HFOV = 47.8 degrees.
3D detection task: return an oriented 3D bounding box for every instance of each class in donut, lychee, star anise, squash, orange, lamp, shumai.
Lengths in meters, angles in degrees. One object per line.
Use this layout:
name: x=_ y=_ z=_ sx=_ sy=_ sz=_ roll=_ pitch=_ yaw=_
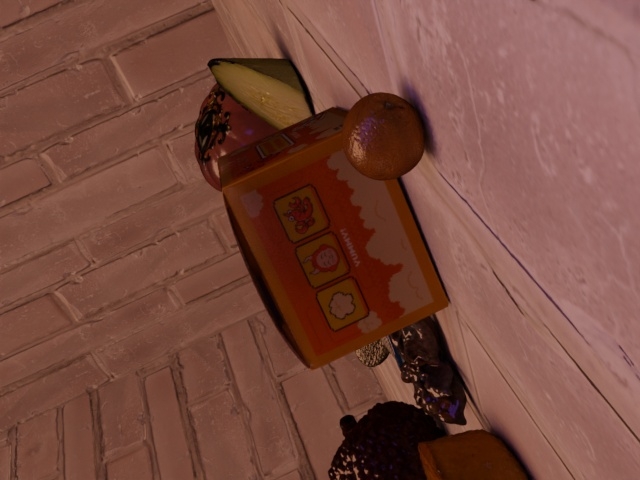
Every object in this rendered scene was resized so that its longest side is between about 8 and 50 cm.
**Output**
donut: x=0.232 y=0.372 z=0.961 sx=0.277 sy=0.108 sz=0.278 roll=156 pitch=90 yaw=-86
lychee: x=0.164 y=0.524 z=1.637 sx=0.330 sy=0.306 sz=0.306 roll=42 pitch=171 yaw=15
star anise: x=0.159 y=0.189 z=1.117 sx=0.197 sy=0.073 sz=0.212 roll=88 pitch=160 yaw=-76
squash: x=-0.110 y=-0.273 z=1.428 sx=0.237 sy=0.154 sz=0.204 roll=76 pitch=171 yaw=-68
orange: x=0.057 y=-0.095 z=0.655 sx=0.085 sy=0.085 sz=0.085 roll=155 pitch=90 yaw=-87
lamp: x=-0.170 y=-0.254 z=1.756 sx=0.305 sy=0.239 sz=0.306 roll=-21 pitch=64 yaw=52
shumai: x=0.152 y=0.265 z=1.892 sx=0.099 sy=0.124 sz=0.087 roll=35 pitch=-156 yaw=22

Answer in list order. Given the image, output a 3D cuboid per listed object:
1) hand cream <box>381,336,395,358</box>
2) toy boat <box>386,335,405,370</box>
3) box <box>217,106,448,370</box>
hand cream: x=0.150 y=0.200 z=1.608 sx=0.276 sy=0.059 sz=0.095 roll=59 pitch=174 yaw=20
toy boat: x=0.139 y=0.164 z=1.540 sx=0.080 sy=0.045 sz=0.229 roll=77 pitch=167 yaw=-72
box: x=-0.002 y=-0.018 z=0.983 sx=0.260 sy=0.213 sz=0.283 roll=64 pitch=177 yaw=-16
